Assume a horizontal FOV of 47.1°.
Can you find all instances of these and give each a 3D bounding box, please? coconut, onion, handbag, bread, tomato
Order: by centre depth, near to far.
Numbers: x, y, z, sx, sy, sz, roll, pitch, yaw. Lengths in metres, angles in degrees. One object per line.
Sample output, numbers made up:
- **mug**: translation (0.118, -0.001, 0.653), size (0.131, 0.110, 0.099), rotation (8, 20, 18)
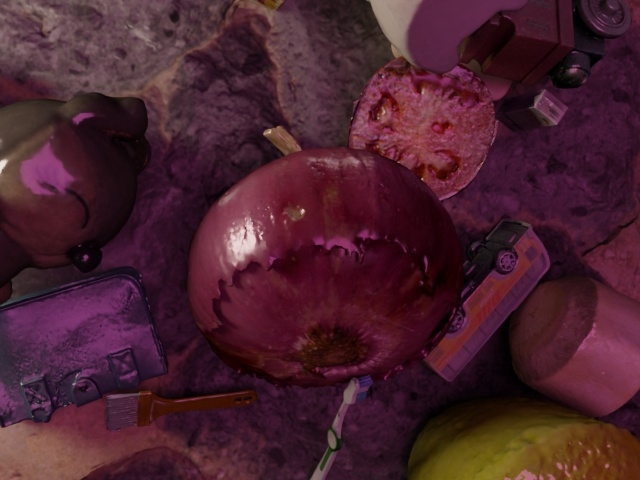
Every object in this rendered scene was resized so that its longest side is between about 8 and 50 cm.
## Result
- **onion**: translation (0.015, 0.031, 0.970), size (0.358, 0.358, 0.345), rotation (41, 41, -14)
- **handbag**: translation (-0.335, 0.147, 0.998), size (0.229, 0.062, 0.179), rotation (-16, 98, -13)
- **bread**: translation (0.309, 0.395, 1.064), size (0.348, 0.308, 0.348), rotation (-1, 95, -13)
- **tomato**: translation (0.142, -0.165, 1.084), size (0.225, 0.085, 0.225), rotation (-3, 110, -8)
- **coconut**: translation (0.413, 0.164, 1.135), size (0.222, 0.202, 0.202), rotation (29, 86, -11)

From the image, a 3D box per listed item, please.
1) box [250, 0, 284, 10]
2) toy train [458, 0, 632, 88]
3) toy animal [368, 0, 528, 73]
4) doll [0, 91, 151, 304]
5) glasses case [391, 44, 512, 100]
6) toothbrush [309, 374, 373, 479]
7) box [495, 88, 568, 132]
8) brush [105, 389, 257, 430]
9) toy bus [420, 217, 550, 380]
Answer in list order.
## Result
- **box**: translation (-0.143, -0.380, 1.018), size (0.207, 0.050, 0.041), rotation (17, 86, -16)
- **toy train**: translation (0.317, -0.370, 1.071), size (0.221, 0.150, 0.304), rotation (10, 68, -12)
- **toy animal**: translation (0.100, -0.410, 0.953), size (0.196, 0.367, 0.241), rotation (-36, 144, 19)
- **doll**: translation (-0.398, -0.106, 0.868), size (0.382, 0.252, 0.378), rotation (-38, 96, -23)
- **glasses case**: translation (0.203, -0.279, 1.120), size (0.196, 0.050, 0.083), rotation (25, 90, -15)
- **toothbrush**: translation (0.017, 0.280, 1.027), size (0.030, 0.030, 0.304), rotation (4, 134, -16)
- **box**: translation (0.321, -0.197, 1.124), size (0.050, 0.117, 0.036), rotation (34, 83, -17)
- **brush**: translation (-0.195, 0.234, 1.051), size (0.218, 0.010, 0.082), rotation (-3, 134, -21)
- **toy bus**: translation (0.243, 0.091, 1.141), size (0.268, 0.092, 0.106), rotation (-47, 113, -8)
